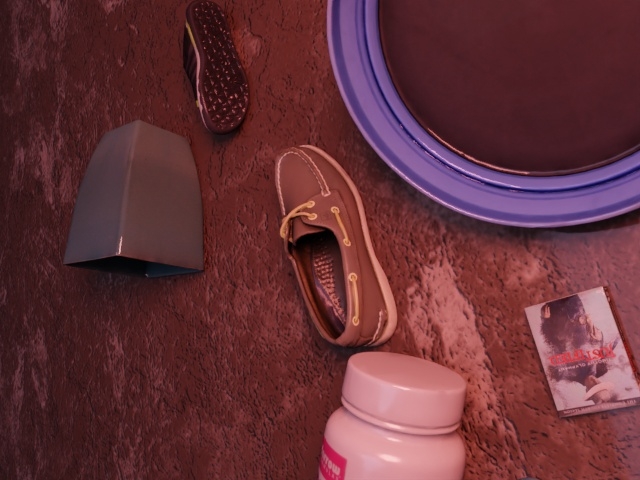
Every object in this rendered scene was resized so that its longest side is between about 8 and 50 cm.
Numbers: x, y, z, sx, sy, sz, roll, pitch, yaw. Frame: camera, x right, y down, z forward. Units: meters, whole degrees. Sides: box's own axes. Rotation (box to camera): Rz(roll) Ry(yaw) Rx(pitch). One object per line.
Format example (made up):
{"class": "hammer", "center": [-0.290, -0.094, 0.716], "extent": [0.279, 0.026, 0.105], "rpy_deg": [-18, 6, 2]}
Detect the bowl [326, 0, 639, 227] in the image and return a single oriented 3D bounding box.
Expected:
{"class": "bowl", "center": [0.195, -0.202, 0.550], "extent": [0.391, 0.077, 0.391], "rpy_deg": [14, 122, 23]}

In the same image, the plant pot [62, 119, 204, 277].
{"class": "plant pot", "center": [-0.302, -0.068, 1.004], "extent": [0.166, 0.165, 0.234], "rpy_deg": [-7, 75, 39]}

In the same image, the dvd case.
{"class": "dvd case", "center": [0.271, 0.116, 0.619], "extent": [0.087, 0.013, 0.119], "rpy_deg": [-23, 74, 36]}

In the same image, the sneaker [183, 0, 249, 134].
{"class": "sneaker", "center": [-0.176, -0.274, 0.976], "extent": [0.097, 0.084, 0.234], "rpy_deg": [-30, 67, 60]}

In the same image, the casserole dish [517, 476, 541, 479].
{"class": "casserole dish", "center": [0.255, 0.327, 0.608], "extent": [0.188, 0.037, 0.114], "rpy_deg": [23, 103, 37]}

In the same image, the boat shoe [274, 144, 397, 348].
{"class": "boat shoe", "center": [0.003, -0.002, 0.791], "extent": [0.109, 0.091, 0.305], "rpy_deg": [-35, 67, 33]}

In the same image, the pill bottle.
{"class": "pill bottle", "center": [0.074, 0.282, 0.677], "extent": [0.160, 0.160, 0.283], "rpy_deg": [12, 95, 39]}
